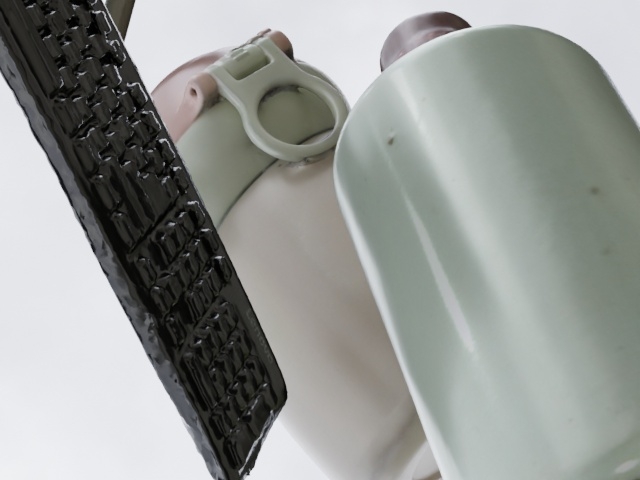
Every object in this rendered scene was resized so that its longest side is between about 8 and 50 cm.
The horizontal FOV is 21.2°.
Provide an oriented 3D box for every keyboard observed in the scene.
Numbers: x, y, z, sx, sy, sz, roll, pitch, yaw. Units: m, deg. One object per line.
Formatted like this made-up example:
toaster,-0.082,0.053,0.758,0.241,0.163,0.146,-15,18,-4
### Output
keyboard,-0.073,-0.040,0.561,0.250,0.017,0.087,64,-161,-13

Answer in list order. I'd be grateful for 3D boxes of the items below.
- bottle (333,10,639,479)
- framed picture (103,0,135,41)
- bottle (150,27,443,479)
bottle,0.068,0.009,0.540,0.104,0.104,0.245,28,-153,-36
framed picture,-0.118,-0.172,0.996,0.018,0.192,0.265,14,-157,-12
bottle,0.000,0.000,0.820,0.236,0.147,0.147,46,-148,20
